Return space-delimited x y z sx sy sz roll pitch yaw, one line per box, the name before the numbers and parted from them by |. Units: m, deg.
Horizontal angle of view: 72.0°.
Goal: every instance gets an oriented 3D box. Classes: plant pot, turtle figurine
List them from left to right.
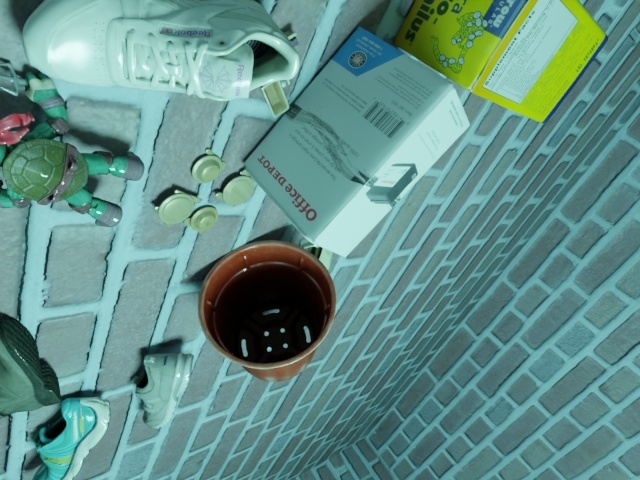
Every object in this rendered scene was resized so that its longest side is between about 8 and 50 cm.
turtle figurine | -0.335 -0.092 0.530 0.175 0.118 0.234 -47 153 9
plant pot | -0.108 0.182 0.979 0.273 0.272 0.265 -30 155 -18

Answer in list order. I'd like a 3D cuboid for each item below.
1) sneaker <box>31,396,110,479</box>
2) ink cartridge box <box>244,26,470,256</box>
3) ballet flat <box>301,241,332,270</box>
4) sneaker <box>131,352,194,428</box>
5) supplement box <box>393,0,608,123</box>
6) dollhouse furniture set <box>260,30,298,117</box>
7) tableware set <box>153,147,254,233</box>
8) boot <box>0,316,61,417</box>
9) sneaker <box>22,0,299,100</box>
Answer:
sneaker | -0.564 0.438 0.958 0.110 0.107 0.275 26 105 -35
ink cartridge box | 0.053 -0.160 0.745 0.307 0.223 0.129 -47 149 10
ballet flat | 0.000 0.000 1.027 0.086 0.086 0.248 -20 143 -30
sneaker | -0.385 0.342 1.037 0.115 0.105 0.281 19 125 -17
supplement box | 0.346 -0.374 0.825 0.357 0.195 0.194 -3 131 -46
dollhouse furniture set | -0.048 -0.238 0.677 0.091 0.081 0.114 -36 148 -8
tableware set | -0.199 -0.076 0.773 0.169 0.020 0.141 -44 150 2
boot | -0.550 0.239 0.730 0.161 0.083 0.246 -17 140 -24
sneaker | -0.163 -0.226 0.508 0.305 0.152 0.114 -18 143 -30
